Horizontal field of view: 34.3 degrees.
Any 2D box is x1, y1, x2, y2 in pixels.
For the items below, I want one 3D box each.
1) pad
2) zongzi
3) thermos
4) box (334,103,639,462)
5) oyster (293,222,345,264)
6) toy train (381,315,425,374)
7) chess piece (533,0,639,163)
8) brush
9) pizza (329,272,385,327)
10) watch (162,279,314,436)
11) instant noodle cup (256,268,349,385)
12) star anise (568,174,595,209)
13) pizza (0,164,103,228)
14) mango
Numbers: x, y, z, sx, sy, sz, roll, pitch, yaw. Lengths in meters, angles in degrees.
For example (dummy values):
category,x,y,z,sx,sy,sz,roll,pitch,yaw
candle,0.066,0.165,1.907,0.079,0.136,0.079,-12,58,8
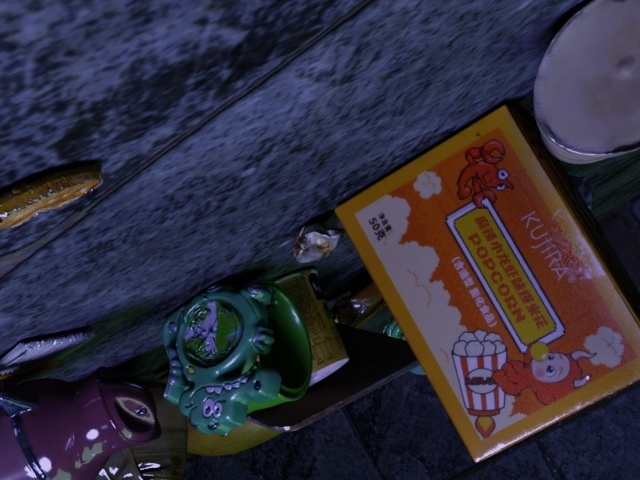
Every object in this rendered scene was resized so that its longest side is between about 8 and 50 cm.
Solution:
category,x,y,z,sx,sy,sz,roll,pitch,yaw
pad,-0.037,0.171,1.404,0.287,0.018,0.284,-19,-160,-41
zongzi,-0.316,0.253,1.223,0.300,0.145,0.274,-8,169,-18
thermos,-0.304,0.189,0.905,0.330,0.136,0.109,-24,-169,3
box,0.197,0.042,1.071,0.214,0.283,0.259,-32,169,12
oyster,-0.003,0.001,1.032,0.051,0.034,0.093,-13,165,-16
toy train,0.209,0.103,1.526,0.132,0.188,0.243,-23,129,-59
chess piece,0.248,-0.121,0.926,0.124,0.138,0.307,13,179,9
brush,-0.328,0.153,0.955,0.272,0.013,0.103,-33,169,23
pizza,0.058,0.097,1.585,0.193,0.053,0.201,-48,170,25
watch,-0.078,0.128,1.087,0.131,0.165,0.152,-21,155,22
instant noodle cup,-0.042,0.120,1.263,0.151,0.122,0.151,-30,170,-6
star anise,0.335,-0.038,1.598,0.229,0.093,0.236,-29,172,-7
pizza,-0.154,-0.023,0.562,0.083,0.016,0.037,-28,169,-28
mango,-0.136,0.249,1.596,0.195,0.142,0.332,-20,177,-32
